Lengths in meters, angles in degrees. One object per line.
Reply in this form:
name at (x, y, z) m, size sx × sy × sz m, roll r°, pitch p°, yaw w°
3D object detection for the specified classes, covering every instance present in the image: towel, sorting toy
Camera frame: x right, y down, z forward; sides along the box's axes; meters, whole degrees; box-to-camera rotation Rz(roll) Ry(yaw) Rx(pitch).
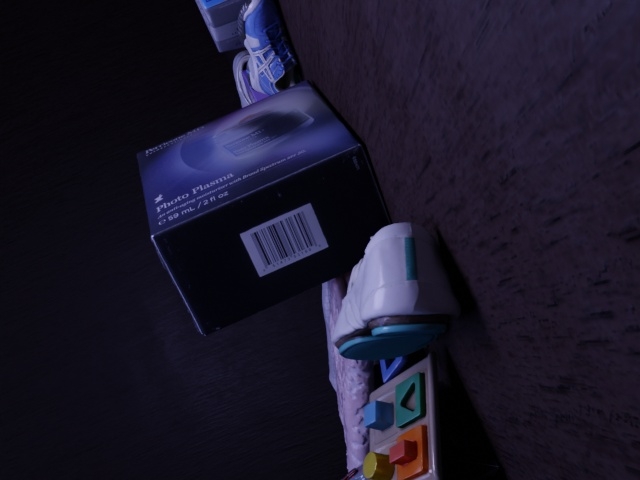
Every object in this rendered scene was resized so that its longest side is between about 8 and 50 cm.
towel at (0.047, 0.212, 1.522) m, size 0.317 × 0.054 × 0.331 m, roll -105°, pitch 10°, yaw -59°
sorting toy at (0.101, 0.265, 1.181) m, size 0.196 × 0.047 × 0.347 m, roll 130°, pitch 149°, yaw -51°

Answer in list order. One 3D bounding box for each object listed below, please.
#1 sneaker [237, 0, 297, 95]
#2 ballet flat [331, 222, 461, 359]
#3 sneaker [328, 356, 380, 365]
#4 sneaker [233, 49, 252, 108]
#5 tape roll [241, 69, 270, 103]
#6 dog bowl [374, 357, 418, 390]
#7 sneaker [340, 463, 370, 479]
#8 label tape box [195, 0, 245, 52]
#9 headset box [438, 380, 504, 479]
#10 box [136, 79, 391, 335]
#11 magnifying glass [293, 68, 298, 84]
sneaker at (-0.075, -0.310, 1.383) m, size 0.081 × 0.080 × 0.211 m, roll 32°, pitch 156°, yaw 25°
ballet flat at (0.086, 0.065, 1.033) m, size 0.400 × 0.139 × 0.139 m, roll 102°, pitch 144°, yaw -77°
sneaker at (0.141, 0.378, 2.083) m, size 0.210 × 0.137 × 0.365 m, roll 47°, pitch 160°, yaw 50°
sneaker at (-0.130, -0.288, 1.985) m, size 0.169 × 0.108 × 0.292 m, roll -114°, pitch 2°, yaw -75°
tape roll at (-0.079, -0.251, 1.666) m, size 0.189 × 0.080 × 0.188 m, roll 156°, pitch 90°, yaw -87°
dog bowl at (0.185, 0.370, 1.571) m, size 0.349 × 0.102 × 0.348 m, roll 157°, pitch 90°, yaw -86°
sneaker at (0.104, 0.458, 1.352) m, size 0.104 × 0.125 × 0.261 m, roll -117°, pitch 5°, yaw -80°
label tape box at (-0.184, -0.472, 1.518) m, size 0.347 × 0.115 × 0.249 m, roll 120°, pitch 126°, yaw -84°
headset box at (0.208, 0.391, 1.272) m, size 0.218 × 0.110 × 0.293 m, roll -119°, pitch 7°, yaw -64°
box at (-0.090, -0.062, 1.246) m, size 0.294 × 0.296 × 0.182 m, roll -120°, pitch 7°, yaw -60°
magnifying glass at (-0.051, -0.276, 1.515) m, size 0.092 × 0.026 × 0.230 m, roll -131°, pitch 18°, yaw -64°
